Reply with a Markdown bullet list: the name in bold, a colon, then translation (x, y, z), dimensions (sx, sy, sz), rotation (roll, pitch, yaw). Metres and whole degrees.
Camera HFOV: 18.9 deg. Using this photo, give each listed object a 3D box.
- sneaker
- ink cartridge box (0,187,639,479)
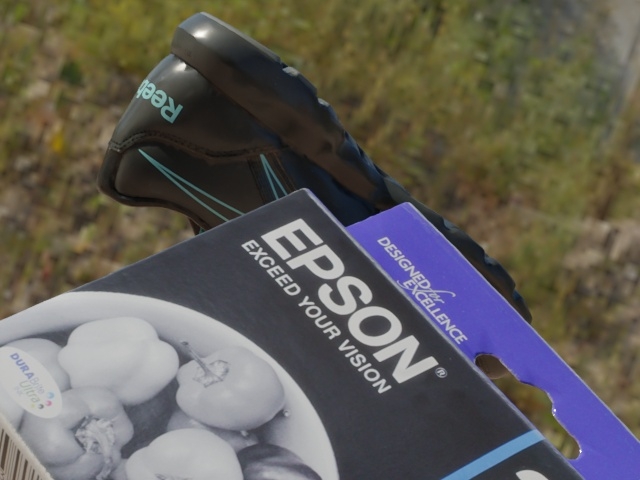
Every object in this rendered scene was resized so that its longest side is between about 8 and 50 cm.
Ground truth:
- **sneaker**: translation (0.000, 0.000, 0.975), dimensions (0.267, 0.106, 0.101), rotation (41, -4, -27)
- **ink cartridge box**: translation (0.017, 0.075, 0.632), dimensions (0.208, 0.045, 0.206), rotation (-25, 58, -32)
